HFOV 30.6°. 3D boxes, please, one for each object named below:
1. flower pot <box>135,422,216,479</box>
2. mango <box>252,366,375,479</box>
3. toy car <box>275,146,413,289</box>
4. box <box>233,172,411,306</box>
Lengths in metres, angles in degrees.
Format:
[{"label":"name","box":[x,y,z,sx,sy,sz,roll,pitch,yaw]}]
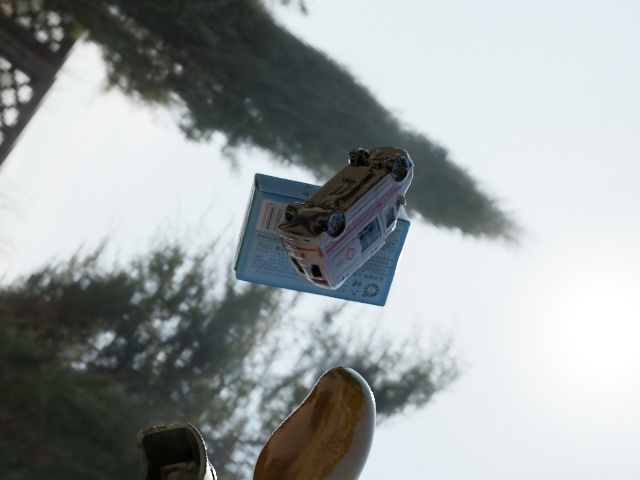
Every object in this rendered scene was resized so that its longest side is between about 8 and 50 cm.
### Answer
[{"label":"flower pot","box":[-0.198,0.369,1.570,0.103,0.108,0.229,-3,-128,5]},{"label":"mango","box":[-0.003,0.213,1.194,0.184,0.102,0.085,-63,-162,6]},{"label":"toy car","box":[0.045,-0.034,1.517,0.089,0.108,0.209,12,-134,46]},{"label":"box","box":[0.000,0.000,1.703,0.083,0.232,0.143,-109,-148,-64]}]
